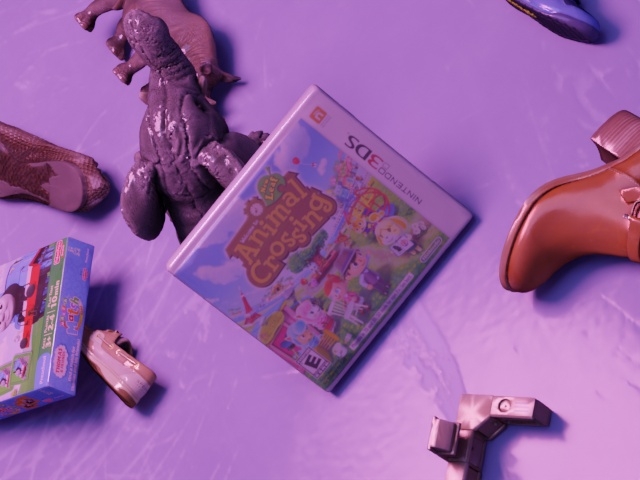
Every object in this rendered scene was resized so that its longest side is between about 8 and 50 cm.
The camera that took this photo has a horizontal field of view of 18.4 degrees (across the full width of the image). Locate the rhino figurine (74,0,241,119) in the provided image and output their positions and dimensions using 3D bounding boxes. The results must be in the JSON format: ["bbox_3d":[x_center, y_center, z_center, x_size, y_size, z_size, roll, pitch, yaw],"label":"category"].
[{"bbox_3d":[-0.160,-0.197,2.049,0.106,0.073,0.243,-46,52,10],"label":"rhino figurine"}]

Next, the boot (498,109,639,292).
[{"bbox_3d":[0.255,-0.004,1.673,0.197,0.073,0.152,-52,54,5],"label":"boot"}]

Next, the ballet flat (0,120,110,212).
[{"bbox_3d":[-0.307,-0.081,2.108,0.250,0.058,0.084,17,113,44],"label":"ballet flat"}]

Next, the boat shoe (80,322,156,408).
[{"bbox_3d":[-0.205,0.114,1.945,0.045,0.050,0.135,-40,48,-9],"label":"boat shoe"}]

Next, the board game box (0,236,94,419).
[{"bbox_3d":[-0.314,0.099,1.996,0.211,0.039,0.160,-21,56,44],"label":"board game box"}]

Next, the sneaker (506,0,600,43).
[{"bbox_3d":[0.212,-0.232,1.825,0.059,0.053,0.144,-49,51,1],"label":"sneaker"}]

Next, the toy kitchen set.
[{"bbox_3d":[0.140,0.170,1.664,0.075,0.068,0.083,0,68,34],"label":"toy kitchen set"}]

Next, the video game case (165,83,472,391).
[{"bbox_3d":[0.000,0.000,1.777,0.212,0.193,0.023,-51,16,3],"label":"video game case"}]

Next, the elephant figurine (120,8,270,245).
[{"bbox_3d":[-0.118,-0.067,1.837,0.186,0.239,0.169,39,88,30],"label":"elephant figurine"}]
